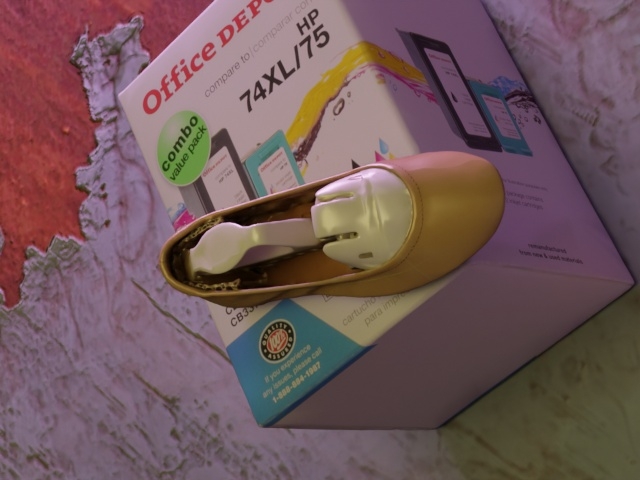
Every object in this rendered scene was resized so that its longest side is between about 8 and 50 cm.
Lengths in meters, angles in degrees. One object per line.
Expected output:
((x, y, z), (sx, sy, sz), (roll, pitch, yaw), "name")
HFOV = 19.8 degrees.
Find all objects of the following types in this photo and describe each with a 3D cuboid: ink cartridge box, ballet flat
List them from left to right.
((0.000, 0.000, 1.086), (0.232, 0.073, 0.080), (-18, 76, 36), "ballet flat")
((0.033, -0.036, 1.239), (0.198, 0.197, 0.270), (-40, 61, 29), "ink cartridge box")
